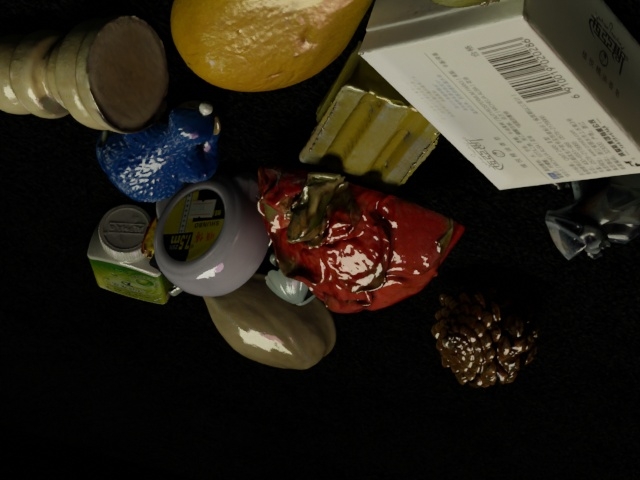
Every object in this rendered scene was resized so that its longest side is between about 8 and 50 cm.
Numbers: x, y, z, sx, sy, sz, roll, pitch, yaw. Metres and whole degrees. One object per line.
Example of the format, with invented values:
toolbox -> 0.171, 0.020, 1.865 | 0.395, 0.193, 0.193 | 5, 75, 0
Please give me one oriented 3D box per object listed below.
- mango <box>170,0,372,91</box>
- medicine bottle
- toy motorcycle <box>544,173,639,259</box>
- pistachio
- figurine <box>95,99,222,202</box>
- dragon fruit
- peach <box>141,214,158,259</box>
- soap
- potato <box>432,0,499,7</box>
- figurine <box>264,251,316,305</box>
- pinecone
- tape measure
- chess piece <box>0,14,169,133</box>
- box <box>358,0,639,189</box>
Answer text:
mango -> -0.047, -0.247, 1.385 | 0.176, 0.119, 0.317 | 39, 144, -22
medicine bottle -> -0.306, 0.020, 2.147 | 0.132, 0.088, 0.188 | 16, 156, 7
toy motorcycle -> 0.368, -0.034, 1.493 | 0.270, 0.159, 0.106 | 18, 177, 6
pistachio -> -0.084, 0.125, 2.165 | 0.238, 0.153, 0.138 | 24, -165, -6
figurine -> -0.216, -0.120, 1.757 | 0.164, 0.121, 0.262 | 27, 152, -8
dragon fruit -> 0.000, 0.000, 1.716 | 0.205, 0.152, 0.317 | 27, 170, -35
peach -> -0.190, -0.004, 2.014 | 0.172, 0.092, 0.127 | -14, 148, 42
soap -> 0.069, -0.143, 1.566 | 0.135, 0.076, 0.233 | 21, 156, -6
potato -> 0.138, -0.300, 1.103 | 0.174, 0.159, 0.251 | -14, 142, -9
figurine -> -0.036, 0.057, 2.069 | 0.094, 0.082, 0.086 | -13, 124, 33
pinecone -> 0.250, 0.137, 1.936 | 0.173, 0.173, 0.173 | 15, 155, 7
tape measure -> -0.155, -0.004, 1.883 | 0.196, 0.178, 0.105 | 0, 157, 36
chess piece -> -0.326, -0.205, 1.650 | 0.261, 0.143, 0.143 | 4, 152, 37
box -> 0.207, -0.174, 1.355 | 0.203, 0.116, 0.274 | -7, 146, 43
